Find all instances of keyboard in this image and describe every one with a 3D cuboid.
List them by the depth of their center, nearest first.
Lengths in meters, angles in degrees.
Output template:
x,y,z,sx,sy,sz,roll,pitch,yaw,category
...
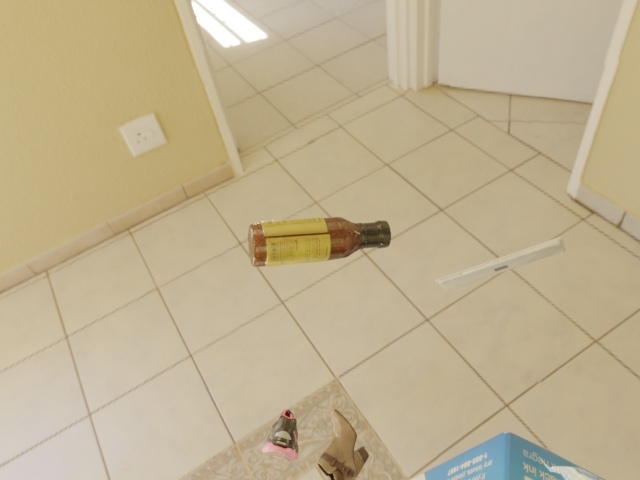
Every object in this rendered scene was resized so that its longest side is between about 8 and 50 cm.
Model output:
x,y,z,sx,sy,sz,roll,pitch,yaw,category
0.366,0.052,1.065,0.256,0.072,0.014,-22,65,21,keyboard

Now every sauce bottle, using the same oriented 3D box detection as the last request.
x,y,z,sx,sy,sz,roll,pitch,yaw,category
0.000,0.000,0.470,0.128,0.042,0.042,-3,47,-14,sauce bottle

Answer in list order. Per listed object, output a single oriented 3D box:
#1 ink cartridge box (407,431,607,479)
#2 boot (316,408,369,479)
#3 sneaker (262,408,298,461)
x,y,z,sx,sy,sz,roll,pitch,yaw,category
0.135,0.421,0.457,0.166,0.285,0.394,29,44,-6,ink cartridge box
0.029,0.378,0.941,0.087,0.042,0.118,-28,67,-28,boot
-0.044,0.240,0.649,0.047,0.119,0.057,13,69,-2,sneaker
